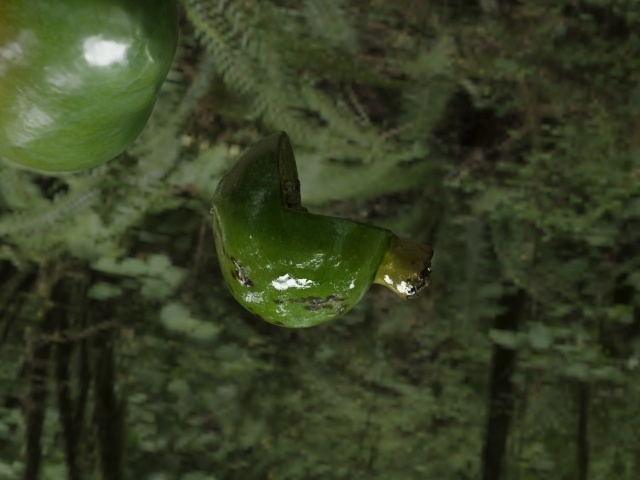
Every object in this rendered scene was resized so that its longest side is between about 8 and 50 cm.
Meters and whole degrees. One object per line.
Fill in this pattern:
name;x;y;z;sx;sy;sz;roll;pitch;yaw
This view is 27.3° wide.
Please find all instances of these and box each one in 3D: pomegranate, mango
pomegranate;-0.010;0.009;0.981;0.169;0.122;0.143;40;171;-6
mango;-0.146;-0.110;0.671;0.114;0.156;0.251;-30;-172;-16
